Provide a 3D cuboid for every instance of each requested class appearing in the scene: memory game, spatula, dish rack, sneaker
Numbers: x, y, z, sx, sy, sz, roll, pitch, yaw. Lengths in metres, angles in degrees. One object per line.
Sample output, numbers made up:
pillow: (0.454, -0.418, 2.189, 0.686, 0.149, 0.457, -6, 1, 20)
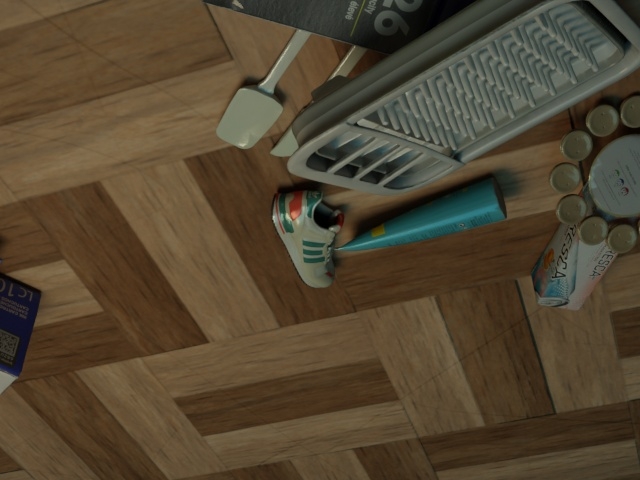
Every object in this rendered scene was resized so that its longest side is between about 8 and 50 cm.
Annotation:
memory game: (0.349, -0.075, 1.100, 0.186, 0.012, 0.186, -2, 110, -5)
spatula: (0.007, -0.167, 1.058, 0.168, 0.019, 0.242, 23, 132, -20)
dish rack: (0.144, -0.156, 0.961, 0.332, 0.072, 0.285, -28, 162, 26)
sneaker: (0.000, 0.000, 1.201, 0.075, 0.057, 0.161, -11, 132, 20)

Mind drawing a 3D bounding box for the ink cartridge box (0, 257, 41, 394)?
ink cartridge box: (-0.561, 0.138, 1.288, 0.270, 0.151, 0.395, 29, 131, -27)

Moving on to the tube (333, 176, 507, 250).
tube: (0.122, -0.019, 1.182, 0.207, 0.052, 0.080, -19, 169, 18)

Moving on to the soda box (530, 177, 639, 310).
soda box: (0.328, 0.007, 1.203, 0.063, 0.058, 0.183, 10, 134, -10)

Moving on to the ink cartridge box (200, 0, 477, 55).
ink cartridge box: (0.071, -0.312, 0.870, 0.307, 0.072, 0.304, 14, 132, -9)
